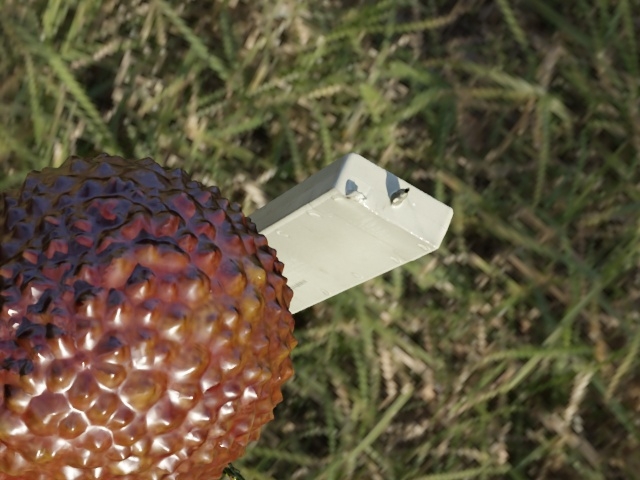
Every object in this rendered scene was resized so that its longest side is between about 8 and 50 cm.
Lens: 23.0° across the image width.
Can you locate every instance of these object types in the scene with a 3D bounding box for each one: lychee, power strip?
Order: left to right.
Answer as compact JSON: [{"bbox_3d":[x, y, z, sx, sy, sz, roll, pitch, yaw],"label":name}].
[{"bbox_3d":[-0.155,0.076,1.157,0.276,0.276,0.304,46,36,9],"label":"lychee"},{"bbox_3d":[0.000,0.000,1.394,0.106,0.367,0.043,29,69,-15],"label":"power strip"}]

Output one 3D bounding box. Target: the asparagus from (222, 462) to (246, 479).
[{"bbox_3d":[-0.045,0.211,1.250,0.013,0.016,0.166,-19,40,-30],"label":"asparagus"}]
